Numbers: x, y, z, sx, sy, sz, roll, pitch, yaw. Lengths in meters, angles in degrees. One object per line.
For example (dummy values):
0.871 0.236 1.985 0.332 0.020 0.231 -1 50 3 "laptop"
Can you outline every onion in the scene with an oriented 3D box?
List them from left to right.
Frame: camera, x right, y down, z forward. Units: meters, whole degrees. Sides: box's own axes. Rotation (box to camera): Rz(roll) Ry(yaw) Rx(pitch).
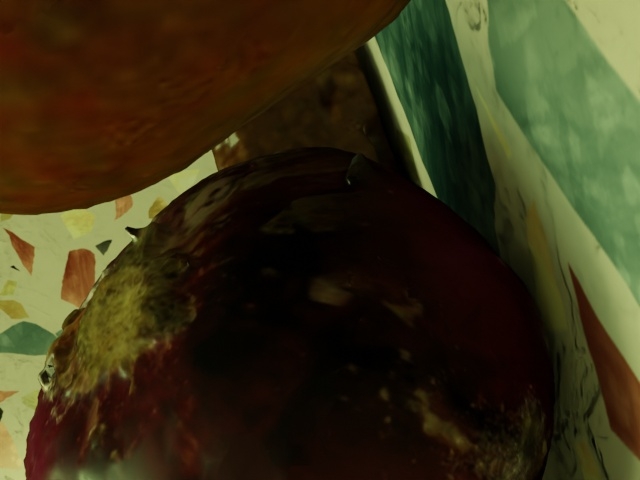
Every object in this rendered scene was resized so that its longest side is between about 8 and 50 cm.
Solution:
0.020 0.133 0.668 0.385 0.348 0.348 36 -162 -32 "onion"

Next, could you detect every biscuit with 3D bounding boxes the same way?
0.000 0.000 1.050 0.395 0.166 0.343 80 174 -67 "biscuit"

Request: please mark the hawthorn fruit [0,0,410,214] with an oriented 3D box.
-0.110 -0.205 0.449 0.403 0.402 0.403 164 90 -86 "hawthorn fruit"
